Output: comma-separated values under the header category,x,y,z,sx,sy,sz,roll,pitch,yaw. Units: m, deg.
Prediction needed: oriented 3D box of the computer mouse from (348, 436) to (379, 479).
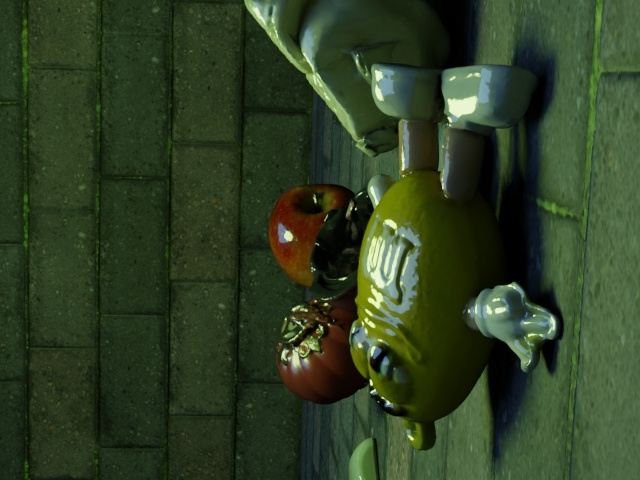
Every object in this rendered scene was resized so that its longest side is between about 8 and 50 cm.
category,x,y,z,sx,sy,sz,roll,pitch,yaw
computer mouse,0.083,0.467,2.124,0.089,0.056,0.181,90,177,-46

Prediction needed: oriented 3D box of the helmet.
category,x,y,z,sx,sy,sz,roll,pitch,yaw
helmet,0.083,0.029,1.718,0.198,0.154,0.253,-48,28,12

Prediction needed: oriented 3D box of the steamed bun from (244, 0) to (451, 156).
category,x,y,z,sx,sy,sz,roll,pitch,yaw
steamed bun,0.064,-0.309,1.545,0.394,0.237,0.346,54,-172,24

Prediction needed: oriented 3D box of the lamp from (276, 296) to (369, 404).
category,x,y,z,sx,sy,sz,roll,pitch,yaw
lamp,0.012,0.199,2.086,0.227,0.227,0.226,-179,90,-85

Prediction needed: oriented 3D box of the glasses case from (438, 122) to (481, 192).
category,x,y,z,sx,sy,sz,roll,pitch,yaw
glasses case,0.158,-0.006,1.347,0.109,0.067,0.282,-94,5,-68

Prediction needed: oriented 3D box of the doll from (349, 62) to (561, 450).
category,x,y,z,sx,sy,sz,roll,pitch,yaw
doll,0.135,0.001,1.179,0.348,0.161,0.423,145,120,-63

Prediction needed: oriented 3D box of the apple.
category,x,y,z,sx,sy,sz,roll,pitch,yaw
apple,0.000,0.000,2.282,0.230,0.230,0.230,-179,90,-85
